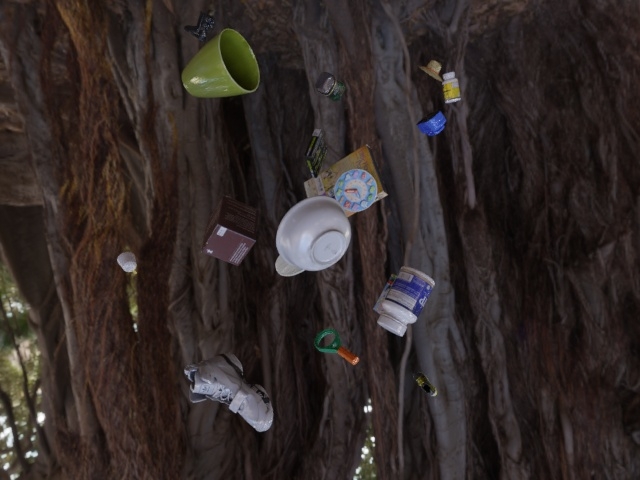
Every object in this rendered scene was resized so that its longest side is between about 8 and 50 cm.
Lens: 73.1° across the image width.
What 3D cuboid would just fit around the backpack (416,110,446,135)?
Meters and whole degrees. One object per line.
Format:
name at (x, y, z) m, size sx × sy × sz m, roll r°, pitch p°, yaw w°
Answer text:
backpack at (0.530, -0.548, 2.014) m, size 0.098 × 0.101 × 0.120 m, roll -46°, pitch -169°, yaw -9°

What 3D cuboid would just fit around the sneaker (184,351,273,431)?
sneaker at (-0.342, 0.562, 1.570) m, size 0.210 × 0.137 × 0.366 m, roll 4°, pitch -151°, yaw -49°

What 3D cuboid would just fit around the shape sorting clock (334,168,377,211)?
shape sorting clock at (0.169, -0.238, 2.059) m, size 0.206 × 0.206 × 0.040 m, roll -7°, pitch -160°, yaw 2°

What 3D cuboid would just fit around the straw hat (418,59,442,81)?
straw hat at (0.531, -0.810, 2.023) m, size 0.144 × 0.061 × 0.144 m, roll 25°, pitch -150°, yaw -15°

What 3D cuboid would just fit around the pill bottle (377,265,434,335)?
pill bottle at (0.247, 0.180, 1.273) m, size 0.112 × 0.186 × 0.112 m, roll 30°, pitch 169°, yaw 6°

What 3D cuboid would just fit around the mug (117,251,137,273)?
mug at (-0.708, 0.086, 1.607) m, size 0.078 × 0.062 × 0.064 m, roll 26°, pitch -167°, yaw -48°

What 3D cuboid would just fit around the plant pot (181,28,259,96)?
plant pot at (-0.477, -0.765, 1.965) m, size 0.293 × 0.275 × 0.275 m, roll -12°, pitch -175°, yaw 28°

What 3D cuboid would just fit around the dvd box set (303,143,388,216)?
dvd box set at (0.121, -0.275, 2.276) m, size 0.420 × 0.307 × 0.062 m, roll -29°, pitch 151°, yaw 25°

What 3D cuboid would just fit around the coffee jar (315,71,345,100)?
coffee jar at (0.045, -0.695, 1.952) m, size 0.079 × 0.096 × 0.184 m, roll 32°, pitch -163°, yaw 14°

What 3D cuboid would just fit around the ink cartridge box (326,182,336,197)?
ink cartridge box at (0.081, -0.268, 2.167) m, size 0.115 × 0.029 × 0.063 m, roll -47°, pitch 180°, yaw 18°

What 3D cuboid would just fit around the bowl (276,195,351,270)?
bowl at (0.000, 0.000, 1.548) m, size 0.298 × 0.298 × 0.134 m, roll -11°, pitch -146°, yaw -25°

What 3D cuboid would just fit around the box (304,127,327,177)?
box at (-0.023, -0.460, 2.284) m, size 0.045 × 0.190 × 0.184 m, roll 13°, pitch 156°, yaw 15°

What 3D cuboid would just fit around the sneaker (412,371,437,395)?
sneaker at (0.285, 0.392, 1.192) m, size 0.083 × 0.031 × 0.035 m, roll 39°, pitch -174°, yaw 40°

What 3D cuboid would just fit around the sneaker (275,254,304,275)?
sneaker at (-0.045, 0.054, 2.005) m, size 0.350 × 0.131 × 0.148 m, roll -31°, pitch 171°, yaw 16°

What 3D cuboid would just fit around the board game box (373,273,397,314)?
board game box at (0.352, 0.277, 2.158) m, size 0.039 × 0.211 × 0.160 m, roll 28°, pitch 179°, yaw -13°

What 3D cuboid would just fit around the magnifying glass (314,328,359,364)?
magnifying glass at (0.057, 0.372, 1.502) m, size 0.092 × 0.026 × 0.231 m, roll -41°, pitch -154°, yaw -18°

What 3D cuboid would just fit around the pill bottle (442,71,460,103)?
pill bottle at (0.546, -0.640, 1.808) m, size 0.065 × 0.116 × 0.065 m, roll -12°, pitch -170°, yaw 2°

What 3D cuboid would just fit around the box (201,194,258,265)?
box at (-0.369, -0.042, 1.778) m, size 0.167 × 0.168 × 0.203 m, roll 24°, pitch -144°, yaw -24°

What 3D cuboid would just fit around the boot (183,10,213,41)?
boot at (-0.496, -0.882, 1.760) m, size 0.121 × 0.099 × 0.045 m, roll 36°, pitch -155°, yaw 16°
